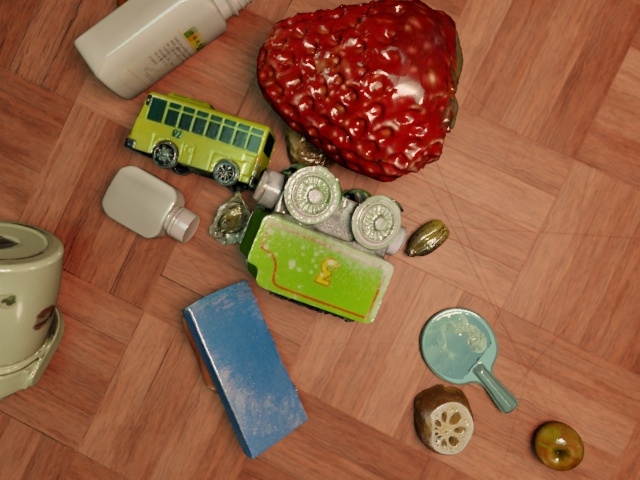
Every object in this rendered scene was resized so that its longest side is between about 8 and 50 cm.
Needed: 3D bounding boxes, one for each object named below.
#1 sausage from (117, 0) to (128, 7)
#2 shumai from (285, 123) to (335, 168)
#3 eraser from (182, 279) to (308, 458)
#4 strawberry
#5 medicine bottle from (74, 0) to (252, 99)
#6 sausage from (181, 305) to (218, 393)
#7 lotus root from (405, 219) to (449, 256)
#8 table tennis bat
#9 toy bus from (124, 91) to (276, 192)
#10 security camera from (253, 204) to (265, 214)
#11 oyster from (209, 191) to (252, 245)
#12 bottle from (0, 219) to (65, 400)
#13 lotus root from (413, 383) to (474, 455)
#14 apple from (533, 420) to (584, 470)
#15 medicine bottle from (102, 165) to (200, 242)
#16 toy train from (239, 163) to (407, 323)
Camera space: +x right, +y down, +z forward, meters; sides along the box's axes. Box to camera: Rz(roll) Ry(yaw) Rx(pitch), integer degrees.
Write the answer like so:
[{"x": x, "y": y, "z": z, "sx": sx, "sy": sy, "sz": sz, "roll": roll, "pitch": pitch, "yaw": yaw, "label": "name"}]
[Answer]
[{"x": -0.335, "y": -0.513, "z": 1.001, "sx": 0.179, "sy": 0.089, "sz": 0.089, "roll": -27, "pitch": 88, "yaw": 5, "label": "sausage"}, {"x": -0.014, "y": -0.203, "z": 0.979, "sx": 0.122, "sy": 0.105, "sz": 0.139, "roll": 11, "pitch": 115, "yaw": 0, "label": "shumai"}, {"x": -0.146, "y": 0.244, "z": 0.961, "sx": 0.144, "sy": 0.042, "sz": 0.312, "roll": -24, "pitch": 90, "yaw": -36, "label": "eraser"}, {"x": 0.064, "y": -0.286, "z": 0.857, "sx": 0.344, "sy": 0.295, "sz": 0.318, "roll": 16, "pitch": 93, "yaw": -14, "label": "strawberry"}, {"x": -0.292, "y": -0.417, "z": 0.949, "sx": 0.324, "sy": 0.179, "sz": 0.124, "roll": -33, "pitch": 88, "yaw": 3, "label": "medicine bottle"}, {"x": -0.219, "y": 0.217, "z": 0.991, "sx": 0.077, "sy": 0.077, "sz": 0.194, "roll": -22, "pitch": 88, "yaw": 3, "label": "sausage"}, {"x": 0.211, "y": -0.001, "z": 0.978, "sx": 0.099, "sy": 0.049, "sz": 0.054, "roll": -38, "pitch": 96, "yaw": 2, "label": "lotus root"}, {"x": 0.302, "y": 0.243, "z": 0.978, "sx": 0.149, "sy": 0.038, "sz": 0.237, "roll": -39, "pitch": 84, "yaw": 2, "label": "table tennis bat"}, {"x": -0.229, "y": -0.192, "z": 0.970, "sx": 0.261, "sy": 0.128, "sz": 0.150, "roll": 18, "pitch": 90, "yaw": 2, "label": "toy bus"}, {"x": -0.092, "y": -0.054, "z": 1.004, "sx": 0.092, "sy": 0.058, "sz": 0.058, "roll": -2, "pitch": 89, "yaw": 16, "label": "security camera"}, {"x": -0.182, "y": -0.041, "z": 1.000, "sx": 0.100, "sy": 0.037, "sz": 0.098, "roll": -25, "pitch": 120, "yaw": 11, "label": "oyster"}, {"x": -0.616, "y": 0.153, "z": 0.945, "sx": 0.229, "sy": 0.229, "sz": 0.352, "roll": 17, "pitch": 110, "yaw": 4, "label": "bottle"}, {"x": 0.246, "y": 0.351, "z": 0.962, "sx": 0.112, "sy": 0.081, "sz": 0.122, "roll": -1, "pitch": 89, "yaw": -4, "label": "lotus root"}, {"x": 0.457, "y": 0.396, "z": 0.945, "sx": 0.089, "sy": 0.074, "sz": 0.090, "roll": 0, "pitch": 90, "yaw": 6, "label": "apple"}, {"x": -0.341, "y": -0.067, "z": 1.004, "sx": 0.183, "sy": 0.069, "sz": 0.119, "roll": 29, "pitch": 90, "yaw": 5, "label": "medicine bottle"}, {"x": 0.000, "y": 0.000, "z": 0.905, "sx": 0.307, "sy": 0.173, "sz": 0.249, "roll": 22, "pitch": 92, "yaw": -20, "label": "toy train"}]
